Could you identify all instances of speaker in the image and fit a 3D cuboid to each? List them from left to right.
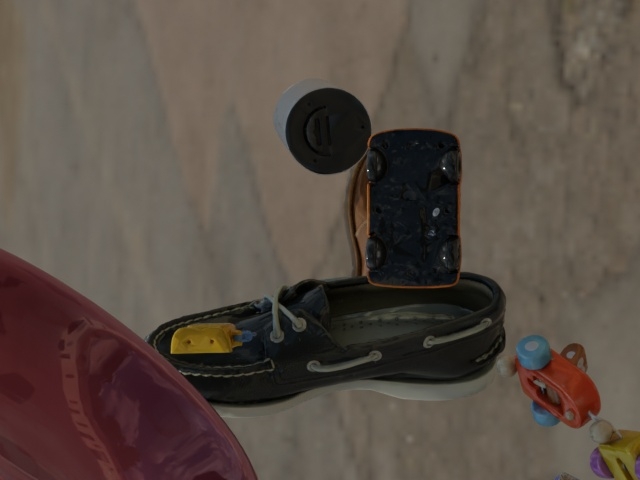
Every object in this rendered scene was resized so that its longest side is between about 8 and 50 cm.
[{"bbox_3d":[0.000,-0.074,1.181,0.136,0.055,0.055,-121,34,-82],"label":"speaker"}]

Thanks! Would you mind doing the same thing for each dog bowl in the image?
[{"bbox_3d":[-0.214,0.141,1.211,0.150,0.408,0.408,-53,25,12],"label":"dog bowl"}]

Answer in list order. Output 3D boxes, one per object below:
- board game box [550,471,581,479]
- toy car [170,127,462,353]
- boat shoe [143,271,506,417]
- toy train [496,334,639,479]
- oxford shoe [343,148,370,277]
[{"bbox_3d":[0.286,0.354,1.820,0.291,0.232,0.141,111,-175,-76],"label":"board game box"},{"bbox_3d":[0.000,0.000,0.675,0.040,0.122,0.060,-6,-101,-78],"label":"toy car"},{"bbox_3d":[0.001,0.072,1.490,0.114,0.303,0.091,-110,20,-46],"label":"boat shoe"},{"bbox_3d":[0.166,0.124,1.046,0.125,0.046,0.166,32,150,48],"label":"toy train"},{"bbox_3d":[0.069,0.001,1.784,0.076,0.076,0.212,-18,60,34],"label":"oxford shoe"}]
